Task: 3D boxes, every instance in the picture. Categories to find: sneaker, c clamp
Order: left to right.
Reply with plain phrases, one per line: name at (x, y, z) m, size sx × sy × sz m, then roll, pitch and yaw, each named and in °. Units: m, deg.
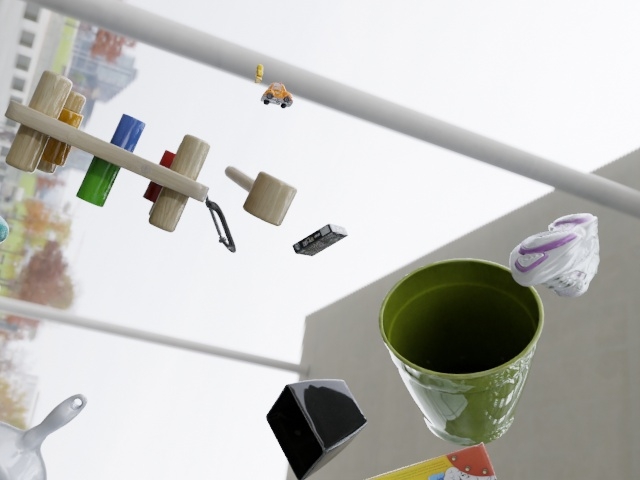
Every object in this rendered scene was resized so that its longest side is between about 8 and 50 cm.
c clamp at (-0.252, -0.045, 1.900) m, size 0.137 × 0.022 × 0.161 m, roll 12°, pitch -55°, yaw 60°
sneaker at (0.451, 0.048, 1.417) m, size 0.114 × 0.305 × 0.152 m, roll -5°, pitch -79°, yaw 41°

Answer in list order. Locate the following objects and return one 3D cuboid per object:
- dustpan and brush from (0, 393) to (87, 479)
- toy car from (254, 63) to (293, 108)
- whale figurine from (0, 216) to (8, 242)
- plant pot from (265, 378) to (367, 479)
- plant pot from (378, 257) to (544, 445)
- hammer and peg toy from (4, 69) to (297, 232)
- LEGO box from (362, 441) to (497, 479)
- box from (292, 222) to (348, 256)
dustpan and brush at (-0.316, 0.223, 0.776) m, size 0.211 × 0.147 × 0.060 m, roll -38°, pitch -174°, yaw 21°
toy car at (-0.077, -0.269, 1.324) m, size 0.122 × 0.060 × 0.041 m, roll 81°, pitch 14°, yaw -76°
whale figurine at (-0.517, -0.043, 1.078) m, size 0.141 × 0.216 × 0.272 m, roll -41°, pitch -119°, yaw 14°
plant pot at (0.001, 0.447, 1.885) m, size 0.188 × 0.166 × 0.187 m, roll 59°, pitch -36°, yaw 25°
plant pot at (0.344, 0.294, 1.840) m, size 0.367 × 0.366 × 0.353 m, roll -102°, pitch 178°, yaw -50°
hammer and peg toy at (-0.229, -0.090, 1.046) m, size 0.127 × 0.361 × 0.266 m, roll -66°, pitch -166°, yaw -1°
LEGO box at (0.061, 0.554, 1.066) m, size 0.373 × 0.499 × 0.193 m, roll -105°, pitch 175°, yaw -48°
box at (0.000, 0.000, 1.370) m, size 0.083 × 0.067 × 0.018 m, roll -31°, pitch -108°, yaw 22°
